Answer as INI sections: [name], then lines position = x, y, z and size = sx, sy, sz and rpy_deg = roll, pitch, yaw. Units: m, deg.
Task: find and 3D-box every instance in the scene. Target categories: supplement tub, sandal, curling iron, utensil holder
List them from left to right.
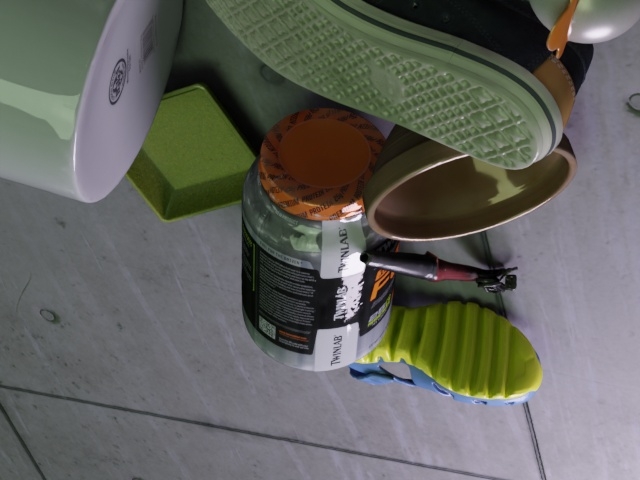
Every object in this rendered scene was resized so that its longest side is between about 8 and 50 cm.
[utensil holder]
position = -0.385, -0.239, 1.828
size = 0.385, 0.327, 0.327
rpy_deg = 19, 143, 9
[supplement tub]
position = 0.000, 0.000, 1.995
size = 0.194, 0.193, 0.316
rpy_deg = 19, 144, 12
[sandal]
position = 0.140, 0.147, 2.165
size = 0.317, 0.126, 0.138
rpy_deg = 15, 159, 20
[curling iron]
position = 0.143, 0.031, 1.961
size = 0.068, 0.035, 0.274
rpy_deg = -6, 168, 44

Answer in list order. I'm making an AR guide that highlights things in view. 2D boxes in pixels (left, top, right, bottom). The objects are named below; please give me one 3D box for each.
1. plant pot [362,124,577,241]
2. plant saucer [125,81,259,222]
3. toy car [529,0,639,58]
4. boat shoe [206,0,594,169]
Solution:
[plant pot]
position = 0.154, -0.096, 1.811
size = 0.237, 0.109, 0.237
rpy_deg = -12, 160, -5
[plant saucer]
position = -0.168, -0.119, 2.063
size = 0.188, 0.045, 0.188
rpy_deg = -14, 129, 31
[toy car]
position = 0.254, -0.268, 1.469
size = 0.219, 0.238, 0.210
rpy_deg = 21, 143, 9
[boat shoe]
position = 0.058, -0.240, 1.707
size = 0.500, 0.156, 0.187
rpy_deg = 28, 152, 26
